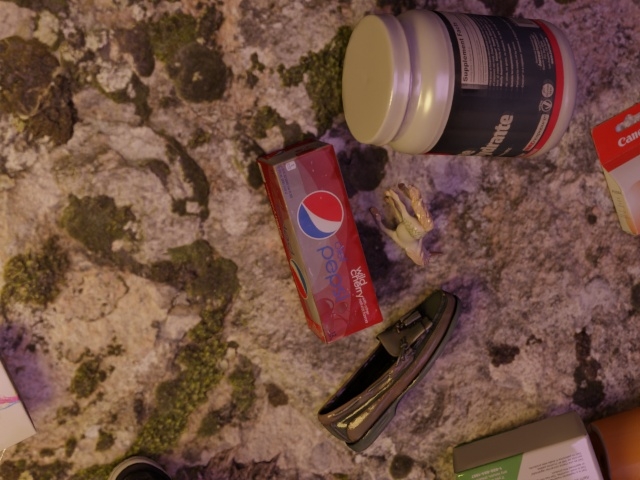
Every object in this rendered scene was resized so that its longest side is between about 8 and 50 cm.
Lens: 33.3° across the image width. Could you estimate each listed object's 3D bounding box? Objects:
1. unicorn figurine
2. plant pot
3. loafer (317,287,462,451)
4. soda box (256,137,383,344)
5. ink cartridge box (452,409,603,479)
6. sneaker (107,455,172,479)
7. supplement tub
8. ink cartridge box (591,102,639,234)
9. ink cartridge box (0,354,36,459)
[{"bbox_3d":[0.124,-0.018,1.498,0.060,0.162,0.111,-37,83,-6],"label":"unicorn figurine"},{"bbox_3d":[0.523,0.340,1.675,0.187,0.205,0.205,-6,103,-4],"label":"plant pot"},{"bbox_3d":[0.099,0.175,1.527,0.084,0.096,0.268,35,89,-17],"label":"loafer"},{"bbox_3d":[0.000,0.000,1.458,0.092,0.083,0.263,-21,107,-15],"label":"soda box"},{"bbox_3d":[0.335,0.424,1.593,0.201,0.117,0.278,-19,97,8],"label":"ink cartridge box"},{"bbox_3d":[-0.184,0.418,1.429,0.101,0.153,0.269,-37,111,-10],"label":"sneaker"},{"bbox_3d":[0.184,-0.208,1.430,0.272,0.191,0.191,0,100,-21],"label":"supplement tub"},{"bbox_3d":[0.510,-0.119,1.653,0.145,0.045,0.179,-28,111,-14],"label":"ink cartridge box"},{"bbox_3d":[-0.421,0.202,1.331,0.089,0.092,0.143,-26,110,-15],"label":"ink cartridge box"}]
